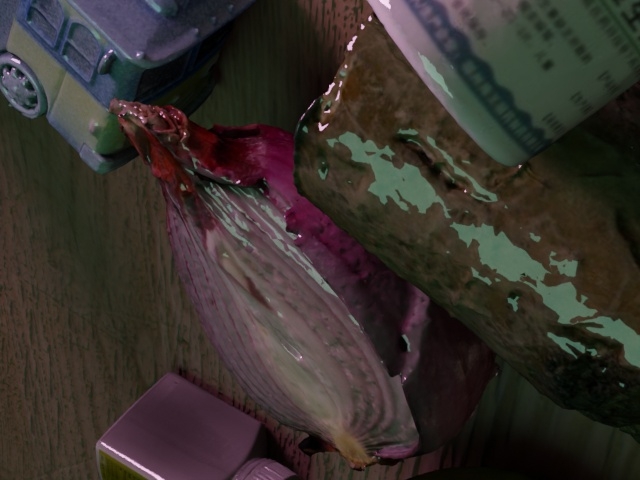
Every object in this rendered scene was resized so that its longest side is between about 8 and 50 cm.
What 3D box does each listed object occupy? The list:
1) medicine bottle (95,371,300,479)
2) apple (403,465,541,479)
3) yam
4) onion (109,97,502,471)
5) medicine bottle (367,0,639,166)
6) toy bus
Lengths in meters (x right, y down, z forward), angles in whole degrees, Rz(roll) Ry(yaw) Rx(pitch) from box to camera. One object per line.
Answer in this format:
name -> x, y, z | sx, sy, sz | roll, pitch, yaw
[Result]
medicine bottle -> -0.121, 0.236, 1.377 | 0.189, 0.132, 0.088 | 27, 139, 24
apple -> 0.116, 0.355, 1.110 | 0.340, 0.339, 0.339 | 27, 139, 26
yam -> 0.148, -0.019, 0.819 | 0.300, 0.195, 0.195 | 39, 143, 13
onion -> 0.000, 0.000, 1.003 | 0.267, 0.159, 0.348 | 4, 130, 52
medicine bottle -> 0.147, -0.154, 0.657 | 0.237, 0.139, 0.139 | -36, 98, 13
toy bus -> -0.211, -0.224, 1.022 | 0.312, 0.152, 0.190 | 44, 144, 4
